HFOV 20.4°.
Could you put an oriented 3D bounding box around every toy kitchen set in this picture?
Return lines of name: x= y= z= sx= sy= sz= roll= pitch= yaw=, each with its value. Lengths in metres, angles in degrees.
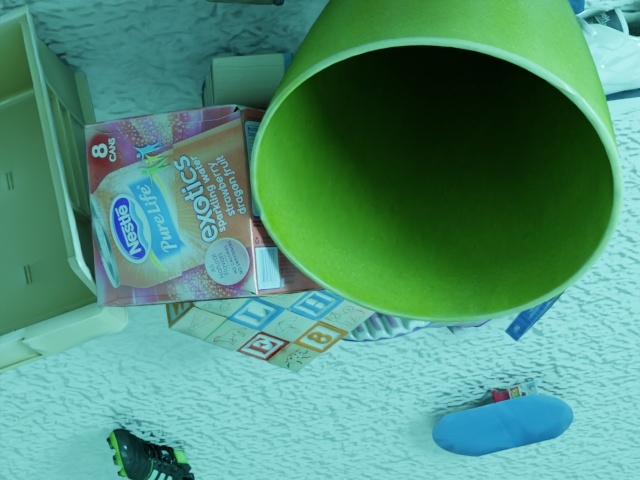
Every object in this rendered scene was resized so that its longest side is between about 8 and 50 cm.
toy kitchen set: x=-0.041 y=-0.189 z=1.524 sx=0.122 sy=0.166 sz=0.207 roll=-5 pitch=179 yaw=-7

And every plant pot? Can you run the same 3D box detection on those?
plant pot: x=0.103 y=-0.133 z=1.415 sx=0.275 sy=0.293 sz=0.275 roll=5 pitch=132 yaw=6

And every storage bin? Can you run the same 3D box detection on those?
storage bin: x=-0.316 y=-0.018 z=1.504 sx=0.262 sy=0.260 sz=0.123 roll=-20 pitch=156 yaw=11

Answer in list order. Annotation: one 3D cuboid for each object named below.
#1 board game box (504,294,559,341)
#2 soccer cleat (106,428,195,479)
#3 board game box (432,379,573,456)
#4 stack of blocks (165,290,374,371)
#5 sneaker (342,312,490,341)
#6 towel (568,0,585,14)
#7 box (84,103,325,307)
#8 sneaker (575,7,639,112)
board game box: x=0.244 y=0.056 z=1.894 sx=0.090 sy=0.020 sz=0.090 roll=-39 pitch=168 yaw=-46
soccer cleat: x=-0.194 y=0.256 z=2.065 sx=0.072 sy=0.060 sz=0.179 roll=-24 pitch=148 yaw=1
board game box: x=0.215 y=0.208 z=2.119 sx=0.169 sy=0.033 sz=0.133 roll=-15 pitch=148 yaw=14
stack of blocks: x=0.000 y=0.000 z=1.751 sx=0.171 sy=0.087 sz=0.297 roll=23 pitch=131 yaw=-36
sneaker: x=0.121 y=0.061 z=1.862 sx=0.236 sy=0.095 sz=0.104 roll=-18 pitch=150 yaw=7
towel: x=0.175 y=-0.214 z=1.569 sx=0.119 sy=0.029 sz=0.067 roll=-11 pitch=143 yaw=0
box: x=-0.069 y=-0.028 z=1.513 sx=0.142 sy=0.154 sz=0.300 roll=-4 pitch=180 yaw=19
sneaker: x=0.224 y=-0.161 z=1.619 sx=0.235 sy=0.090 sz=0.095 roll=-17 pitch=130 yaw=2
